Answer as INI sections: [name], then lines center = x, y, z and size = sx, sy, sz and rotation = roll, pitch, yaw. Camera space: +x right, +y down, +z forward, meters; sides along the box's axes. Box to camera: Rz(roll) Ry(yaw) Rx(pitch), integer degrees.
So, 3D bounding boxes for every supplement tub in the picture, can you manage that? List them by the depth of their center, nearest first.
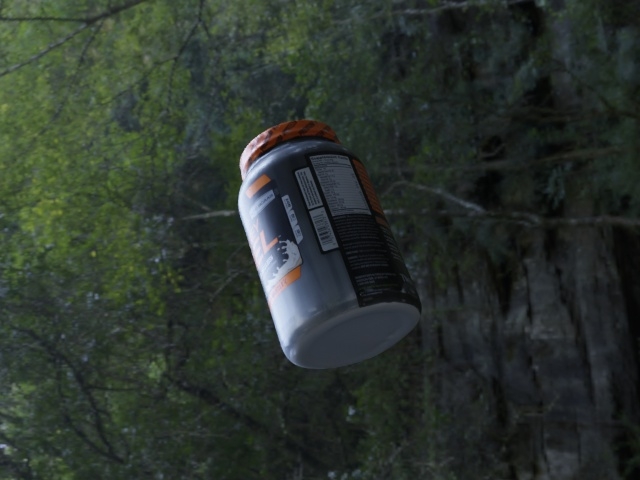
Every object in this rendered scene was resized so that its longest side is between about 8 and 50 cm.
[supplement tub]
center = 0.000, 0.000, 0.689
size = 0.117, 0.117, 0.190
rotation = 21, -139, -50
